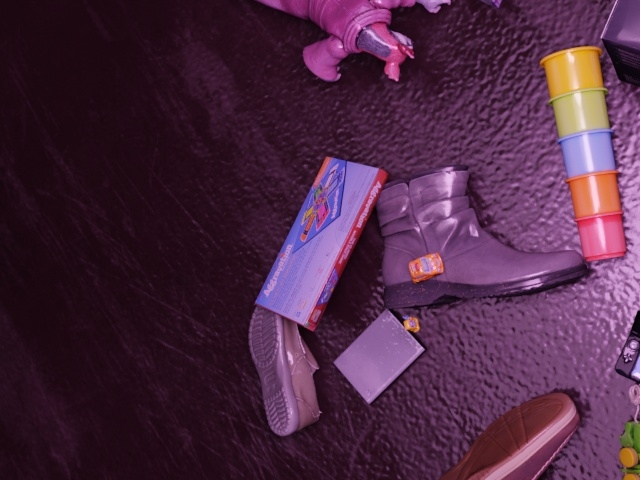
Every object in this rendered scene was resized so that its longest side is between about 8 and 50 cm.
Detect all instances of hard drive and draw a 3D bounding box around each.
[{"bbox_3d":[0.099,0.191,1.548,0.135,0.022,0.094,-47,71,14],"label":"hard drive"}]

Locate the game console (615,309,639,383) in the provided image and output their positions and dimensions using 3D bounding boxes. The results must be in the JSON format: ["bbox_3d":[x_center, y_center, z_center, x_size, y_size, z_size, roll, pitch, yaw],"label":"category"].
[{"bbox_3d":[0.501,0.171,1.352,0.122,0.071,0.107,25,96,23],"label":"game console"}]

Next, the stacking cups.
[{"bbox_3d":[0.397,-0.127,1.404,0.096,0.096,0.316,-8,84,22],"label":"stacking cups"}]

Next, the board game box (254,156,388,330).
[{"bbox_3d":[0.000,0.000,1.535,0.145,0.027,0.281,19,81,49],"label":"board game box"}]

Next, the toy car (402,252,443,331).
[{"bbox_3d":[0.155,0.079,1.417,0.060,0.040,0.122,-3,84,36],"label":"toy car"}]

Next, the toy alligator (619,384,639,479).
[{"bbox_3d":[0.462,0.308,1.373,0.051,0.056,0.189,-19,76,62],"label":"toy alligator"}]

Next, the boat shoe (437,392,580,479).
[{"bbox_3d":[0.280,0.378,1.424,0.123,0.123,0.342,42,99,-11],"label":"boat shoe"}]

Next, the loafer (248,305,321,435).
[{"bbox_3d":[-0.057,0.209,1.590,0.094,0.087,0.251,-29,63,45],"label":"loafer"}]

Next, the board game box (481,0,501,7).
[{"bbox_3d":[0.268,-0.533,1.456,0.144,0.142,0.275,30,98,22],"label":"board game box"}]

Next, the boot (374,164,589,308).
[{"bbox_3d":[0.234,-0.017,1.451,0.338,0.118,0.222,-8,82,23],"label":"boot"}]

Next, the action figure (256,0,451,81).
[{"bbox_3d":[0.031,-0.400,1.494,0.248,0.276,0.370,-46,57,8],"label":"action figure"}]

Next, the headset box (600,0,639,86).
[{"bbox_3d":[0.529,-0.265,1.253,0.246,0.283,0.131,25,97,23],"label":"headset box"}]
